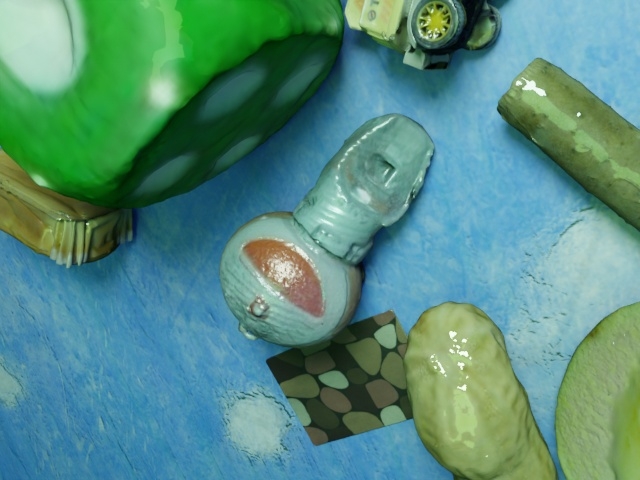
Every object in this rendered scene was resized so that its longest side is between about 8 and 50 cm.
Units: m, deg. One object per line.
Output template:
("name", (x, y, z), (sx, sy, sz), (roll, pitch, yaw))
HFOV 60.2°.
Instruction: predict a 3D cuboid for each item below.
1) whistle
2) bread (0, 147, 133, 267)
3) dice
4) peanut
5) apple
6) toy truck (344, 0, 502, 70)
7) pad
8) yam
("whistle", (0.000, 0.000, 0.654), (0.189, 0.189, 0.347), (41, 108, 8))
("bread", (-0.412, -0.054, 0.839), (0.241, 0.136, 0.106), (26, 118, 16))
("dice", (-0.172, -0.226, 0.568), (0.297, 0.300, 0.287), (-40, 88, 32))
("peanut", (0.185, 0.224, 0.645), (0.148, 0.147, 0.318), (-16, 101, 29))
("apple", (0.353, 0.172, 0.565), (0.193, 0.120, 0.264), (48, 129, 53))
("toy truck", (0.111, -0.308, 0.518), (0.157, 0.124, 0.272), (28, 121, 26))
("pad", (0.042, 0.203, 0.788), (0.235, 0.003, 0.158), (-27, 94, 30))
("yam", (0.332, -0.037, 0.528), (0.371, 0.083, 0.083), (44, 120, 8))
